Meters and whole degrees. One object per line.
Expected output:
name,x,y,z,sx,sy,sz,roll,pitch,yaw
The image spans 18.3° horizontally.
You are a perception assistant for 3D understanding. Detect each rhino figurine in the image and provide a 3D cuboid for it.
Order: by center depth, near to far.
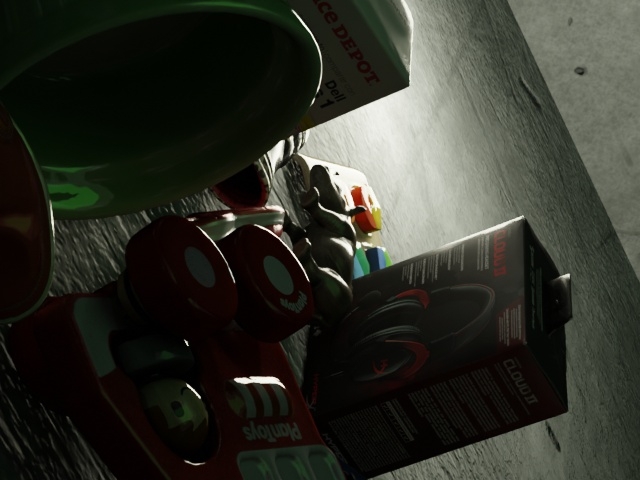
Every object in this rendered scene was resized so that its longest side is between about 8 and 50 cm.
rhino figurine,0.000,0.000,2.183,0.106,0.073,0.243,50,30,-27

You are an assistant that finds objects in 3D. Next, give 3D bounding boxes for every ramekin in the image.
ramekin,-0.164,-0.158,1.619,0.303,0.303,0.148,32,34,-59

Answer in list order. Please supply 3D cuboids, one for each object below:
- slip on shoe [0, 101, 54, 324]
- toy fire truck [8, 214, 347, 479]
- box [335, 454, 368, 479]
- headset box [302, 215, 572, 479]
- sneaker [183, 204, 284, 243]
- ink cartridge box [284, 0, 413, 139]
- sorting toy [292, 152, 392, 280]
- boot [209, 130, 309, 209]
slip on shoe,-0.277,-0.083,1.432,0.101,0.123,0.331,-111,-174,-68
toy fire truck,-0.097,0.131,1.603,0.302,0.169,0.254,5,55,-61
box,0.029,0.332,1.991,0.136,0.036,0.225,43,34,-50
headset box,0.135,0.112,2.112,0.110,0.293,0.218,57,24,-31
sneaker,-0.091,0.034,1.955,0.221,0.087,0.128,-11,96,-67
ink cartridge box,-0.076,-0.198,1.895,0.201,0.278,0.117,54,24,-35
sorting toy,0.042,-0.003,2.358,0.193,0.038,0.208,9,61,-67
boot,-0.098,-0.157,2.087,0.236,0.085,0.178,59,25,-20
